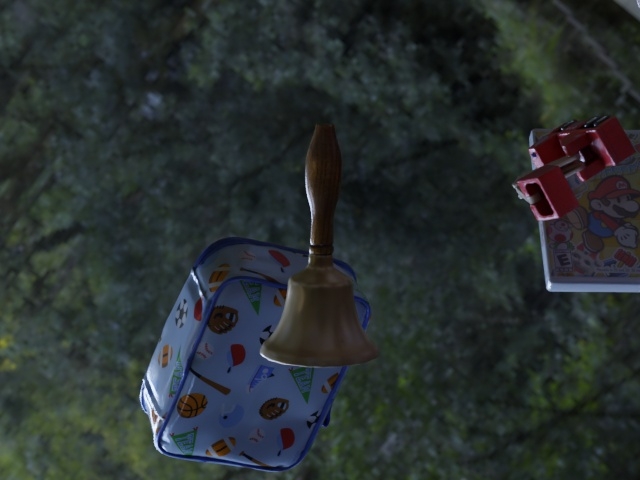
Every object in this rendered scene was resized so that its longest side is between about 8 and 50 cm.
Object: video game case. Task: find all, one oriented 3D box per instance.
[{"bbox_3d":[0.358,-0.036,1.565,0.227,0.026,0.206,0,-121,-3],"label":"video game case"}]

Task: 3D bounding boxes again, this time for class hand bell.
[{"bbox_3d":[0.000,0.000,1.436,0.126,0.242,0.126,0,-170,0],"label":"hand bell"}]

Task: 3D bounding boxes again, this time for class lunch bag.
[{"bbox_3d":[-0.078,0.152,1.734,0.243,0.303,0.115,11,-152,-28],"label":"lunch bag"}]

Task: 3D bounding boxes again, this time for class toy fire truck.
[{"bbox_3d":[0.245,-0.074,1.416,0.047,0.135,0.192,59,170,-8],"label":"toy fire truck"}]

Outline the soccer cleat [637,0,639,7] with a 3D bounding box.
[{"bbox_3d":[0.321,-0.146,1.139,0.083,0.095,0.248,45,-146,-56],"label":"soccer cleat"}]
